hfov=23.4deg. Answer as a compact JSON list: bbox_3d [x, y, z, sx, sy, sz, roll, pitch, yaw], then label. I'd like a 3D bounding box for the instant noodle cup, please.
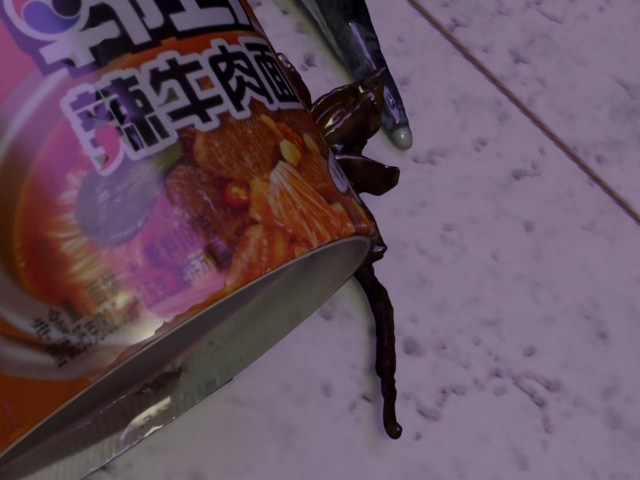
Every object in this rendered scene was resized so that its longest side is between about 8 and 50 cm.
[{"bbox_3d":[-0.111,-0.023,0.557,0.250,0.250,0.192,-29,79,-37],"label":"instant noodle cup"}]

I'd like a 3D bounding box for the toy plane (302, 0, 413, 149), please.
[{"bbox_3d":[-0.009,-0.168,0.800,0.192,0.088,0.262,-24,67,-6],"label":"toy plane"}]

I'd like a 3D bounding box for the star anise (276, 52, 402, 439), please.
[{"bbox_3d":[0.000,0.000,0.695,0.097,0.070,0.190,-15,60,-1],"label":"star anise"}]
